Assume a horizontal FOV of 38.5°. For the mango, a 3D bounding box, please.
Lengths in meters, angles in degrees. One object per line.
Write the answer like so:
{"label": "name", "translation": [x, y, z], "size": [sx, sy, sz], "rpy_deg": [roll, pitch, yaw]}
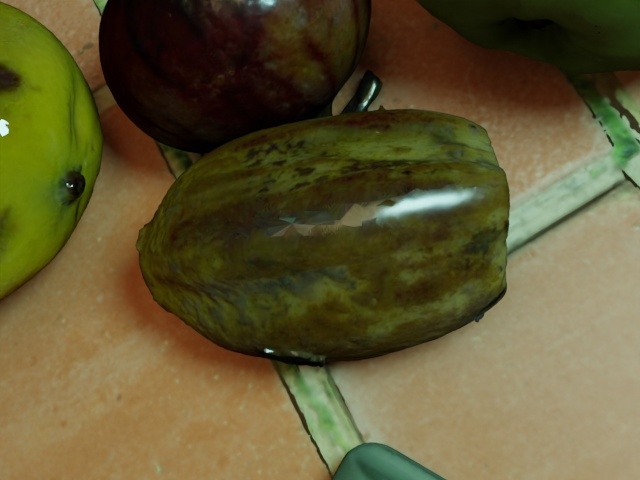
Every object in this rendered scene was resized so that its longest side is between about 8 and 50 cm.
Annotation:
{"label": "mango", "translation": [-0.404, -0.050, 0.816], "size": [0.445, 0.220, 0.301], "rpy_deg": [-17, 72, 14]}

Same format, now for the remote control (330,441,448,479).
{"label": "remote control", "translation": [0.139, 0.270, 0.638], "size": [0.335, 0.065, 0.128], "rpy_deg": [26, 80, 22]}

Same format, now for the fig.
{"label": "fig", "translation": [-0.063, -0.172, 0.756], "size": [0.235, 0.235, 0.214], "rpy_deg": [-9, 103, 14]}

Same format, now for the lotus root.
{"label": "lotus root", "translation": [0.002, 0.005, 0.713], "size": [0.291, 0.193, 0.193], "rpy_deg": [-8, 71, 11]}

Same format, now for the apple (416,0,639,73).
{"label": "apple", "translation": [0.209, -0.292, 0.650], "size": [0.358, 0.357, 0.357], "rpy_deg": [-5, 72, 15]}
